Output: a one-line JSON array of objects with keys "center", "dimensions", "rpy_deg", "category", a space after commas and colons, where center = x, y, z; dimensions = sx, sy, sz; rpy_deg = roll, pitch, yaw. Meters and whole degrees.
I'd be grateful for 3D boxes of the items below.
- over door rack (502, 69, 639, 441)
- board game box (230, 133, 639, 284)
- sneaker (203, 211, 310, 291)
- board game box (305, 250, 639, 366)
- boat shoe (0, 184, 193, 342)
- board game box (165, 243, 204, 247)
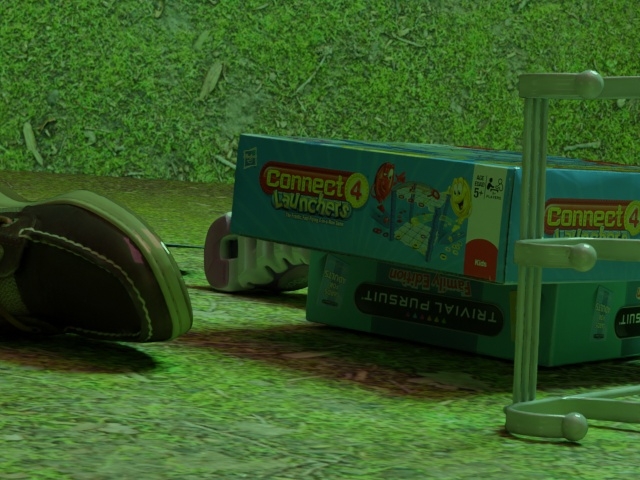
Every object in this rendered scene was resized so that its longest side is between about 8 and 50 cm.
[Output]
[{"center": [0.235, 0.002, 1.267], "dimensions": [0.108, 0.239, 0.324], "rpy_deg": [5, 5, 31], "category": "over door rack"}, {"center": [0.140, -0.028, 1.502], "dimensions": [0.308, 0.086, 0.302], "rpy_deg": [0, 7, -44], "category": "board game box"}, {"center": [0.000, 0.000, 1.789], "dimensions": [0.236, 0.095, 0.104], "rpy_deg": [-15, -23, 38], "category": "sneaker"}, {"center": [0.190, 0.048, 1.649], "dimensions": [0.253, 0.079, 0.336], "rpy_deg": [9, 6, 38], "category": "board game box"}, {"center": [-0.235, 0.030, 1.391], "dimensions": [0.342, 0.123, 0.123], "rpy_deg": [17, 41, 44], "category": "boat shoe"}, {"center": [-0.202, 0.017, 1.925], "dimensions": [0.133, 0.033, 0.168], "rpy_deg": [2, -3, 39], "category": "board game box"}]
